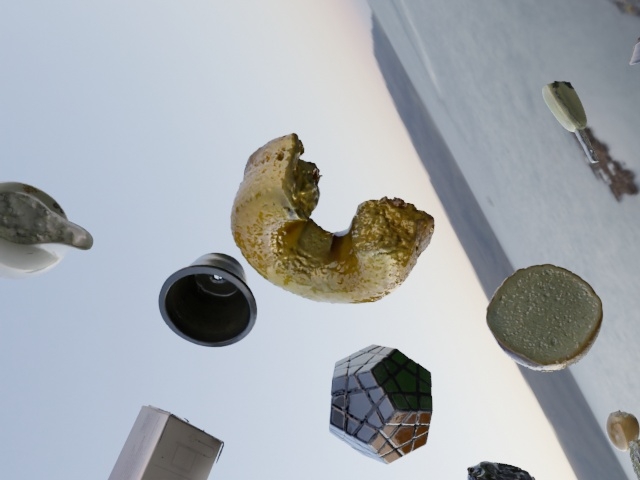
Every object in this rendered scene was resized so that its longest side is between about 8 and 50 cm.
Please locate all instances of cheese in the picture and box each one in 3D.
[{"bbox_3d":[0.710,-0.328,1.799,0.127,0.054,0.251,-10,-108,-39],"label":"cheese"}]

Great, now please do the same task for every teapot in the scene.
[{"bbox_3d":[-0.594,-0.030,1.234,0.298,0.139,0.204,24,-128,-24],"label":"teapot"}]

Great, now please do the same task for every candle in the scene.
[{"bbox_3d":[0.468,0.756,1.681,0.187,0.188,0.329,-8,-80,-76],"label":"candle"}]

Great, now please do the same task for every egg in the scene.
[{"bbox_3d":[0.763,0.480,1.628,0.080,0.080,0.096,8,-102,-74],"label":"egg"}]

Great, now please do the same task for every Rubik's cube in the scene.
[{"bbox_3d":[0.160,0.437,1.745,0.319,0.264,0.319,30,158,13],"label":"Rubik's cube"}]

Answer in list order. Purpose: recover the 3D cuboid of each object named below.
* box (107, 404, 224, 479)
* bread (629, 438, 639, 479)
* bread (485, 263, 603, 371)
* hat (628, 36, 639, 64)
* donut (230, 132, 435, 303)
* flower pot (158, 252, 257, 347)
[{"bbox_3d":[-0.346,0.515,1.407,0.203,0.106,0.251,49,-127,-47],"label":"box"},{"bbox_3d":[0.672,0.412,1.178,0.132,0.172,0.103,-69,-33,-71],"label":"bread"},{"bbox_3d":[0.472,0.163,1.368,0.070,0.236,0.236,53,-166,-64],"label":"bread"},{"bbox_3d":[0.601,-0.312,1.026,0.205,0.206,0.089,-52,-59,-76],"label":"hat"},{"bbox_3d":[0.000,0.000,1.395,0.435,0.377,0.163,25,-128,-1],"label":"donut"},{"bbox_3d":[-0.260,0.123,1.563,0.235,0.235,0.148,56,-161,-25],"label":"flower pot"}]
